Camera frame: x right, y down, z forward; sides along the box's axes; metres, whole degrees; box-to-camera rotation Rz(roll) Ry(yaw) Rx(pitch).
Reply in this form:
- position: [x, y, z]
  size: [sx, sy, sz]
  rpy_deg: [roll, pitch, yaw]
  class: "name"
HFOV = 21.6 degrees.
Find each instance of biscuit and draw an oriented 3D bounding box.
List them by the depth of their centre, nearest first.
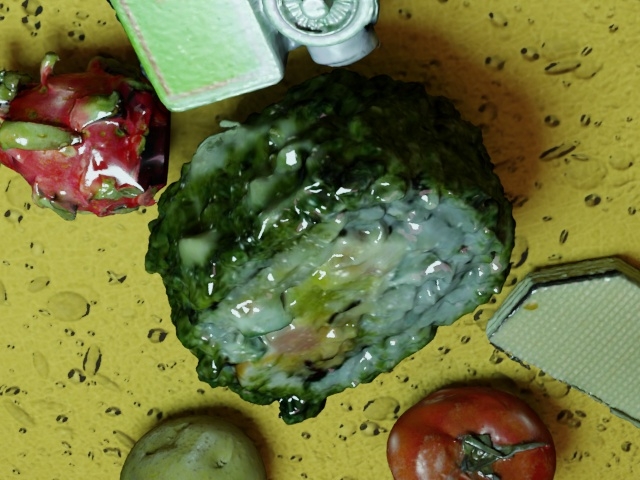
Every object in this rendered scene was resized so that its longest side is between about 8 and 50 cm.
- position: [0.314, 0.102, 1.789]
  size: [0.252, 0.052, 0.150]
  rpy_deg: [28, 115, -19]
  class: "biscuit"

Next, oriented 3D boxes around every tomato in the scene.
- position: [0.162, 0.239, 1.824]
  size: [0.187, 0.151, 0.187]
  rpy_deg: [1, 81, -3]
  class: "tomato"

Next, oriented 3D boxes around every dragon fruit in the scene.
- position: [-0.230, -0.101, 1.599]
  size: [0.172, 0.160, 0.166]
  rpy_deg: [4, 146, -3]
  class: "dragon fruit"

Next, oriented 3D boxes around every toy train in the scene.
- position: [-0.079, -0.279, 1.482]
  size: [0.248, 0.173, 0.307]
  rpy_deg: [-13, 123, 18]
  class: "toy train"

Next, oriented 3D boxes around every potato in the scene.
- position: [-0.127, 0.280, 1.844]
  size: [0.157, 0.157, 0.194]
  rpy_deg: [-21, 122, 13]
  class: "potato"

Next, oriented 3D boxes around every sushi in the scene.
- position: [0.000, 0.000, 1.599]
  size: [0.352, 0.178, 0.294]
  rpy_deg: [-38, 139, 26]
  class: "sushi"
